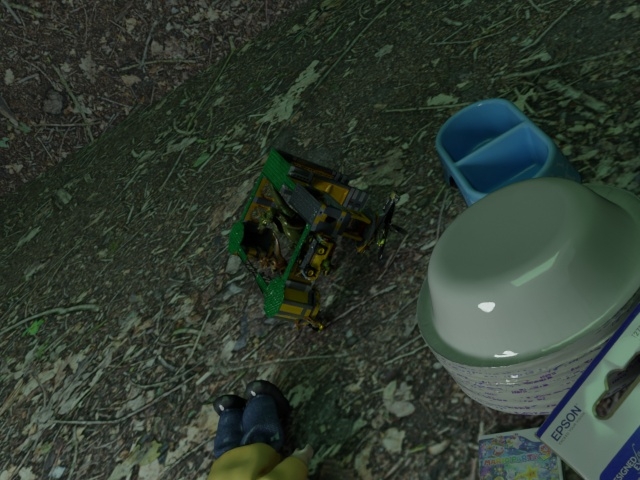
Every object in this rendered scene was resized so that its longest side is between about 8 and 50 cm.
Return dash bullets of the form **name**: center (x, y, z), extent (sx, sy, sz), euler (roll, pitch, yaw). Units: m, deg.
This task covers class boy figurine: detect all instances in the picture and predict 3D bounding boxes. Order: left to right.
- **boy figurine**: center (-0.083, 0.308, 0.788), extent (0.177, 0.092, 0.285), euler (-29, 35, 15)

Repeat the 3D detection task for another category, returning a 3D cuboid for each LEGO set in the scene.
- **LEGO set**: center (0.000, 0.000, 1.056), extent (0.331, 0.192, 0.254), euler (35, 106, 59)

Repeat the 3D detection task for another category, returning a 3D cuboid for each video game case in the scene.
- **video game case**: center (0.205, 0.251, 0.650), extent (0.087, 0.011, 0.122), euler (-19, 37, 28)

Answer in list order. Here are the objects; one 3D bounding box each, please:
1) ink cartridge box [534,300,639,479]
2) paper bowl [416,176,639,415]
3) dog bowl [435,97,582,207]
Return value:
- **ink cartridge box**: center (0.353, 0.199, 0.460), extent (0.175, 0.069, 0.371), euler (-53, 41, 3)
- **paper bowl**: center (0.237, 0.040, 0.720), extent (0.284, 0.148, 0.284), euler (-32, 26, 18)
- **dog bowl**: center (0.274, -0.124, 0.982), extent (0.166, 0.074, 0.297), euler (-31, 34, 11)
